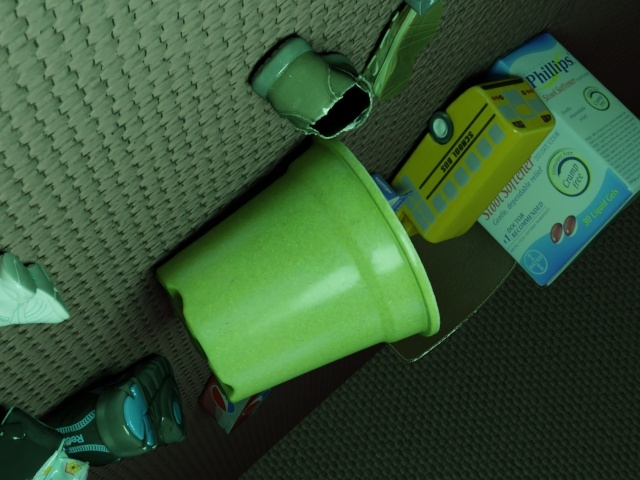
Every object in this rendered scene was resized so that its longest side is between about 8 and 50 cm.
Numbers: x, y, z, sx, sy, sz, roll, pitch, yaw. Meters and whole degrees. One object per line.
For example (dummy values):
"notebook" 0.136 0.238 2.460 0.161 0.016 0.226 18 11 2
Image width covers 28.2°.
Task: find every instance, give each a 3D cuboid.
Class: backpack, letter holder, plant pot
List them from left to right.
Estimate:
"backpack" -0.355 0.291 1.473 0.166 0.144 0.188 -59 -173 -21
"plant pot" -0.042 0.050 1.485 0.254 0.276 0.276 -29 166 -9
"letter holder" 0.220 0.083 2.496 0.302 0.214 0.152 -43 168 -2

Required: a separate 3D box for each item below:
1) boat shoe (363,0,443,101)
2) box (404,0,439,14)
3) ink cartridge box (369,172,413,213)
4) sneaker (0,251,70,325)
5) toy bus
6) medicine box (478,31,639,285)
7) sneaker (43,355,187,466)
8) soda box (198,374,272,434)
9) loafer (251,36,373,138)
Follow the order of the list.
"boat shoe" 0.087 -0.223 1.414 0.056 0.048 0.153 -21 151 -32
"box" 0.172 -0.377 1.000 0.318 0.097 0.395 -44 169 -7
"ink cartridge box" 0.000 0.000 1.847 0.186 0.065 0.311 -50 164 30
"sneaker" -0.275 0.052 1.151 0.061 0.053 0.152 -34 163 2
"toy bus" 0.210 -0.109 1.944 0.108 0.130 0.332 -17 154 -40
"medicine box" 0.353 -0.126 2.011 0.149 0.289 0.263 -33 164 -42
"sneaker" -0.271 0.231 1.711 0.140 0.125 0.341 -17 173 6
"soda box" -0.127 0.230 2.185 0.092 0.083 0.263 -37 166 -34
"loafer" 0.005 -0.137 1.303 0.094 0.087 0.251 -46 168 13
